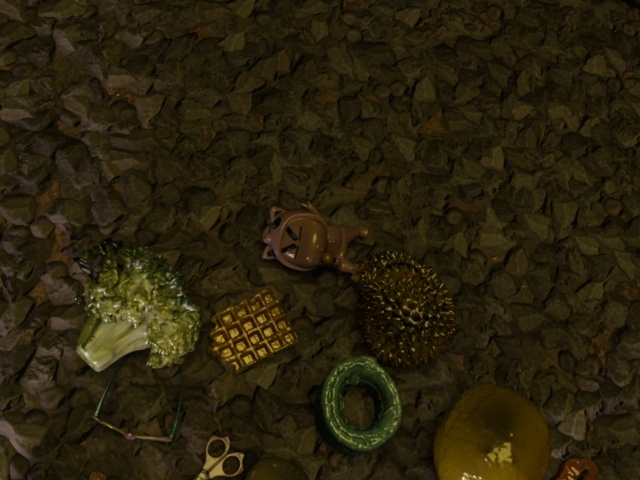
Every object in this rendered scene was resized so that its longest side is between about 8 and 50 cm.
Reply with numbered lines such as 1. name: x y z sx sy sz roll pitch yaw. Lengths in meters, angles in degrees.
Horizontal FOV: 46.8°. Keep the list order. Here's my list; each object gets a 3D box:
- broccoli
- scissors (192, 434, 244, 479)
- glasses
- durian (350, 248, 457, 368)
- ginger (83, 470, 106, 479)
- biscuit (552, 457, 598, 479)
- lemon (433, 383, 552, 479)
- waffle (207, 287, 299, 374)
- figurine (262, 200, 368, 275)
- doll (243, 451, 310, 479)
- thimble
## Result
1. broccoli: -0.441 0.166 1.696 0.281 0.293 0.348 -46 120 -27
2. scissors: -0.271 0.544 1.694 0.212 0.021 0.110 -41 83 -22
3. glasses: -0.411 0.370 1.733 0.189 0.088 0.221 17 47 -2
4. durian: 0.210 0.164 1.820 0.258 0.258 0.293 -11 60 -14
5. ginger: -0.472 0.622 1.615 0.176 0.052 0.193 24 74 1
6. biscuit: 0.592 0.680 1.776 0.334 0.047 0.202 -36 79 -20
7. lemon: 0.389 0.481 1.702 0.268 0.268 0.322 41 55 8
8. waffle: -0.182 0.227 1.818 0.211 0.055 0.160 -24 75 -17
9. figurine: 0.000 0.000 1.883 0.287 0.186 0.176 16 91 -21
10. doll: -0.112 0.580 1.596 0.161 0.260 0.177 -40 87 20
11. thimble: 0.090 0.387 1.754 0.198 0.143 0.235 12 68 -6
